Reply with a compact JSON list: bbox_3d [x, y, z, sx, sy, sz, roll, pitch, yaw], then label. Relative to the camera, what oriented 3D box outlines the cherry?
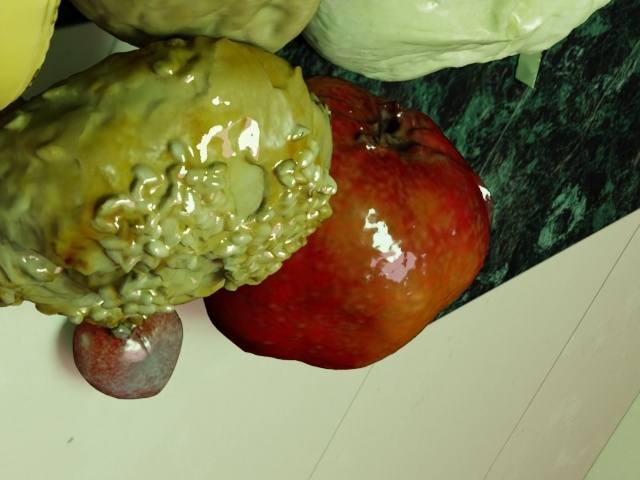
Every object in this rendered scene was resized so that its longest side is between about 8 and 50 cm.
[{"bbox_3d":[-0.188,0.064,0.923,0.107,0.090,0.225,-26,131,-18],"label":"cherry"}]

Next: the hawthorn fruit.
[{"bbox_3d":[0.000,0.000,0.951,0.265,0.265,0.307,-19,152,-41],"label":"hawthorn fruit"}]

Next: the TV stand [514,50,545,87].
[{"bbox_3d":[0.271,-0.296,1.195,0.042,0.036,0.249,-28,140,-35],"label":"TV stand"}]

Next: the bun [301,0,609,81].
[{"bbox_3d":[0.142,-0.282,0.887,0.361,0.213,0.361,-32,144,-27],"label":"bun"}]

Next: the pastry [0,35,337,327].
[{"bbox_3d":[-0.135,-0.023,0.711,0.255,0.311,0.161,4,74,-58],"label":"pastry"}]

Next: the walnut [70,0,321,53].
[{"bbox_3d":[-0.074,-0.226,0.657,0.228,0.228,0.228,-32,142,-29],"label":"walnut"}]

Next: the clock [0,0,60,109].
[{"bbox_3d":[-0.217,-0.216,0.491,0.200,0.244,0.317,-3,130,-28],"label":"clock"}]
